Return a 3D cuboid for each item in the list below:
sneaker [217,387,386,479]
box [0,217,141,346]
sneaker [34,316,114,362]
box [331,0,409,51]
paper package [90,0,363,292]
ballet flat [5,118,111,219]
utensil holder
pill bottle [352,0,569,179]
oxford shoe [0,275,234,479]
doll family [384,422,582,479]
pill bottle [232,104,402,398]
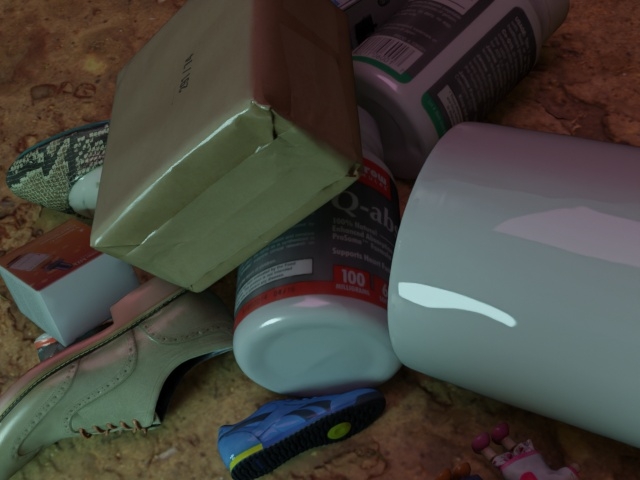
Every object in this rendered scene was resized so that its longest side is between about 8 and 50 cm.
[{"bbox_3d":[-0.026,0.213,1.130,0.209,0.069,0.082,-23,47,-4],"label":"sneaker"},{"bbox_3d":[-0.343,0.052,1.272,0.130,0.091,0.170,-33,30,-27],"label":"box"},{"bbox_3d":[-0.308,0.147,1.269,0.158,0.061,0.065,-15,72,7],"label":"sneaker"},{"bbox_3d":[0.114,-0.386,1.502,0.290,0.169,0.087,-34,53,-14],"label":"box"},{"bbox_3d":[-0.116,-0.147,1.126,0.309,0.168,0.325,-35,40,31],"label":"paper package"},{"bbox_3d":[-0.224,-0.115,1.389,0.483,0.164,0.182,-19,60,-6],"label":"ballet flat"},{"bbox_3d":[0.310,0.051,1.020,0.385,0.327,0.327,14,57,27],"label":"utensil holder"},{"bbox_3d":[0.195,-0.275,1.372,0.204,0.204,0.361,32,65,32],"label":"pill bottle"},{"bbox_3d":[-0.277,0.197,1.164,0.397,0.140,0.146,-40,83,-1],"label":"oxford shoe"},{"bbox_3d":[0.166,0.318,0.992,0.263,0.118,0.163,-19,42,-25],"label":"doll family"},{"bbox_3d":[0.000,0.000,1.199,0.210,0.210,0.363,-7,52,8],"label":"pill bottle"}]
